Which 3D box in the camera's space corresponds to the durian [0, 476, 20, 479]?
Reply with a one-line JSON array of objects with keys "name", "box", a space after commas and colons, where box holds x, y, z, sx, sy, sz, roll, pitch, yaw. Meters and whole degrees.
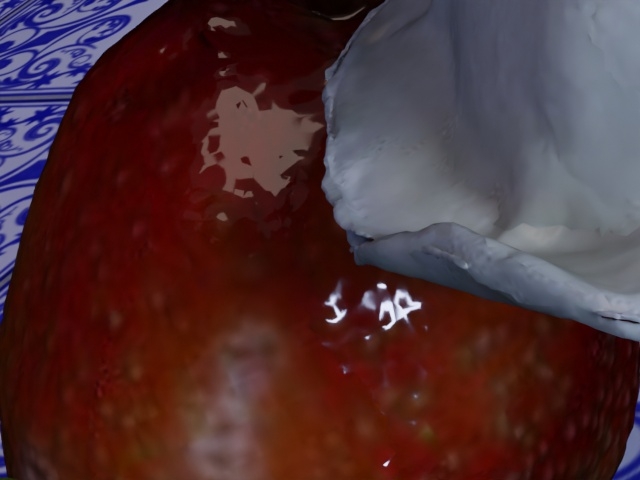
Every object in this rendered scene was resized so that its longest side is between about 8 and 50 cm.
[{"name": "durian", "box": [-0.101, 0.193, 0.603, 0.204, 0.339, 0.256, -27, 51, -31]}]

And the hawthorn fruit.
[{"name": "hawthorn fruit", "box": [0.000, 0.000, 0.779, 0.285, 0.369, 0.284, 4, 22, -2]}]

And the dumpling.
[{"name": "dumpling", "box": [0.137, -0.062, 0.547, 0.260, 0.181, 0.341, -44, 59, -15]}]
